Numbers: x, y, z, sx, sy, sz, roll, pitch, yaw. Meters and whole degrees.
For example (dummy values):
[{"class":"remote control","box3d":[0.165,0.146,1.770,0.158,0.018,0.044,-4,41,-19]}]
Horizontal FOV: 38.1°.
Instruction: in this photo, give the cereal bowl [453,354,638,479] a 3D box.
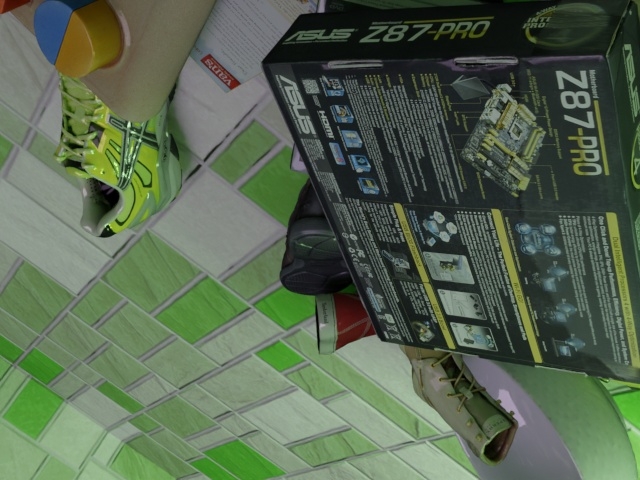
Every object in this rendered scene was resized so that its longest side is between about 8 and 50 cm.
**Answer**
[{"class":"cereal bowl","box3d":[0.315,0.261,1.283,0.339,0.141,0.339,51,159,29]}]

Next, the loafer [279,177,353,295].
[{"class":"loafer","box3d":[0.000,0.000,1.299,0.109,0.095,0.302,4,161,-2]}]

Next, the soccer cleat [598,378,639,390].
[{"class":"soccer cleat","box3d":[0.436,0.113,1.094,0.289,0.093,0.121,-3,126,39]}]

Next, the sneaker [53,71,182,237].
[{"class":"sneaker","box3d":[-0.278,-0.161,1.220,0.145,0.147,0.384,16,136,25]}]

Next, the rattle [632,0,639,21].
[{"class":"rattle","box3d":[0.243,-0.221,0.840,0.130,0.142,0.199,-6,125,-2]}]

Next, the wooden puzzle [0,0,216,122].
[{"class":"wooden puzzle","box3d":[-0.279,-0.320,0.989,0.348,0.080,0.322,41,136,0]}]

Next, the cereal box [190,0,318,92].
[{"class":"cereal box","box3d":[-0.090,-0.272,1.022,0.173,0.047,0.240,45,145,-22]}]

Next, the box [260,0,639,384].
[{"class":"box","box3d":[0.153,-0.035,0.891,0.318,0.097,0.394,6,137,34]}]

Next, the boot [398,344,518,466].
[{"class":"boot","box3d":[0.181,0.186,1.198,0.165,0.077,0.213,47,162,41]}]

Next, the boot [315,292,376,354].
[{"class":"boot","box3d":[0.080,0.118,1.394,0.176,0.088,0.244,-6,171,-3]}]

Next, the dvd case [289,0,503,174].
[{"class":"dvd case","box3d":[0.072,-0.157,0.967,0.179,0.029,0.238,14,125,4]}]
